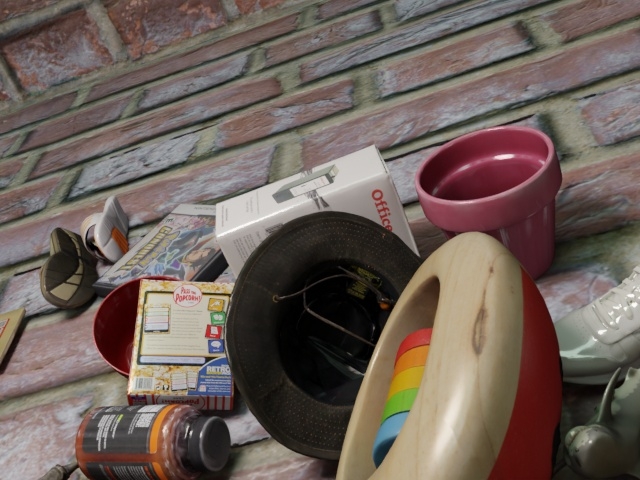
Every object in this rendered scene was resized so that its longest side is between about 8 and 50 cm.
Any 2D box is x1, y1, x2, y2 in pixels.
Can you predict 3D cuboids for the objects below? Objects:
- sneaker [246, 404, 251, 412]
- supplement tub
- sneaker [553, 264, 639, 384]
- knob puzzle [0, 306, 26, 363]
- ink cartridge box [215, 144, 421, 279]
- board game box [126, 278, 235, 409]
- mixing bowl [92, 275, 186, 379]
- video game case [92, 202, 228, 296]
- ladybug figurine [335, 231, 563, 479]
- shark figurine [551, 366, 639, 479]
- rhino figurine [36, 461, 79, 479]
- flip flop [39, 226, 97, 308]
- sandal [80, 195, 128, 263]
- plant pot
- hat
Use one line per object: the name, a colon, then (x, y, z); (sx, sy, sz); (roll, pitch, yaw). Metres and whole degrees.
sneaker: (-0.072, 0.168, 1.222); (0.086, 0.064, 0.192); (-25, 26, 6)
supplement tub: (-0.220, 0.271, 1.122); (0.198, 0.106, 0.106); (-6, 34, 27)
sneaker: (0.384, 0.063, 0.993); (0.305, 0.152, 0.114); (-23, 32, 3)
knob puzzle: (-0.661, 0.213, 1.594); (0.213, 0.030, 0.213); (-17, 31, 11)
ink cartridge box: (0.000, 0.000, 1.310); (0.273, 0.198, 0.114); (-20, 29, 5)
board game box: (-0.197, 0.149, 1.230); (0.147, 0.045, 0.193); (3, 52, -5)
mixing bowl: (-0.255, 0.156, 1.307); (0.182, 0.098, 0.181); (3, 52, -4)
video game case: (-0.265, 0.021, 1.623); (0.248, 0.035, 0.275); (5, 40, 39)
ladybug figurine: (0.140, 0.187, 0.882); (0.305, 0.162, 0.449); (-56, 9, 47)
shark figurine: (0.341, 0.196, 0.886); (0.116, 0.166, 0.278); (36, 48, 25)
rhino figurine: (-0.409, 0.372, 1.100); (0.073, 0.106, 0.243); (36, 58, 22)
flip flop: (-0.511, 0.062, 1.675); (0.080, 0.112, 0.277); (-51, 29, 12)
sandal: (-0.451, -0.013, 1.755); (0.076, 0.102, 0.265); (-24, 21, 1)
plant pot: (0.254, -0.039, 1.215); (0.201, 0.180, 0.201); (-17, 31, 10)
hat: (0.012, 0.134, 1.123); (0.331, 0.331, 0.134); (-41, -5, -29)
